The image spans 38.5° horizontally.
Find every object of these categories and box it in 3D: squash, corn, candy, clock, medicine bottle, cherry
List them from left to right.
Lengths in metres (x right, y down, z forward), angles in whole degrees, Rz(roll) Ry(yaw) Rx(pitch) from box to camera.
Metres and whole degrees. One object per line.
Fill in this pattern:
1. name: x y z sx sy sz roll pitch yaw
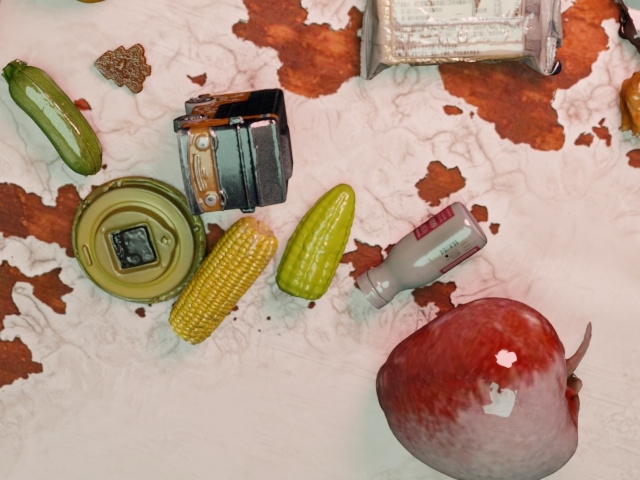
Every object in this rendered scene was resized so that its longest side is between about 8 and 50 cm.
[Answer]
1. squash: -0.426 -0.198 1.477 0.077 0.068 0.219 -25 109 44
2. clock: -0.311 0.008 1.555 0.237 0.057 0.236 1 109 3
3. corn: -0.166 0.068 1.549 0.093 0.093 0.244 35 107 -10
4. candy: 0.000 0.000 1.523 0.097 0.096 0.209 24 103 -6
5. medicine bottle: 0.166 0.029 1.525 0.217 0.090 0.090 -35 105 14
6. cherry: 0.274 0.258 1.517 0.326 0.291 0.335 39 126 -21

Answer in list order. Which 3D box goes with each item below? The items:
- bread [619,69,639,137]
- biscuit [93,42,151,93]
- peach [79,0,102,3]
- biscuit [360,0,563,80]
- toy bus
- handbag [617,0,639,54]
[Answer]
1. bread: 0.659 -0.213 1.413 0.381 0.109 0.185 -13 113 8
2. biscuit: -0.317 -0.277 1.473 0.092 0.016 0.082 5 115 1
3. peach: -0.351 -0.441 1.371 0.179 0.103 0.179 1 106 3
4. biscuit: 0.208 -0.331 1.381 0.309 0.079 0.186 -3 112 6
5. toy bus: -0.124 -0.140 1.378 0.167 0.275 0.138 -6 109 3
6. handbag: 0.522 -0.429 1.338 0.257 0.113 0.285 -30 113 18
